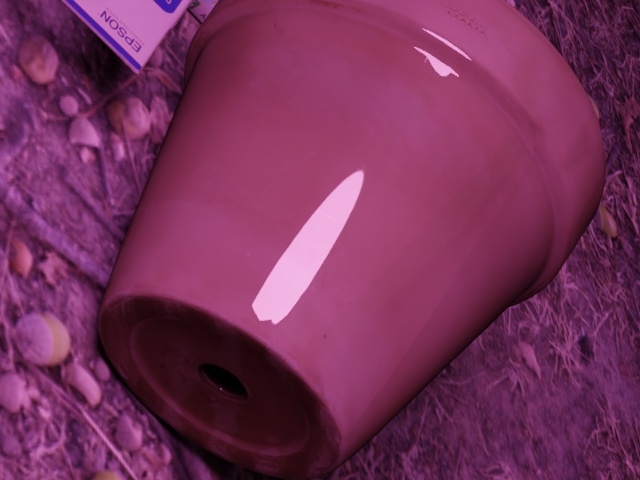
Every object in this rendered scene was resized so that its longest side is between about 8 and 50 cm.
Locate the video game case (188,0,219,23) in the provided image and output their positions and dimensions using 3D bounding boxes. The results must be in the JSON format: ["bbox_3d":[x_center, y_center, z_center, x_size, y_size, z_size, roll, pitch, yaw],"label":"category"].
[{"bbox_3d":[-0.064,-0.250,1.308,0.193,0.023,0.212,45,40,-30],"label":"video game case"}]

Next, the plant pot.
[{"bbox_3d":[0.000,0.000,1.040,0.323,0.323,0.280,50,53,-24],"label":"plant pot"}]

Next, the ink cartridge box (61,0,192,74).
[{"bbox_3d":[-0.146,-0.275,1.147,0.176,0.069,0.371,44,39,-17],"label":"ink cartridge box"}]
